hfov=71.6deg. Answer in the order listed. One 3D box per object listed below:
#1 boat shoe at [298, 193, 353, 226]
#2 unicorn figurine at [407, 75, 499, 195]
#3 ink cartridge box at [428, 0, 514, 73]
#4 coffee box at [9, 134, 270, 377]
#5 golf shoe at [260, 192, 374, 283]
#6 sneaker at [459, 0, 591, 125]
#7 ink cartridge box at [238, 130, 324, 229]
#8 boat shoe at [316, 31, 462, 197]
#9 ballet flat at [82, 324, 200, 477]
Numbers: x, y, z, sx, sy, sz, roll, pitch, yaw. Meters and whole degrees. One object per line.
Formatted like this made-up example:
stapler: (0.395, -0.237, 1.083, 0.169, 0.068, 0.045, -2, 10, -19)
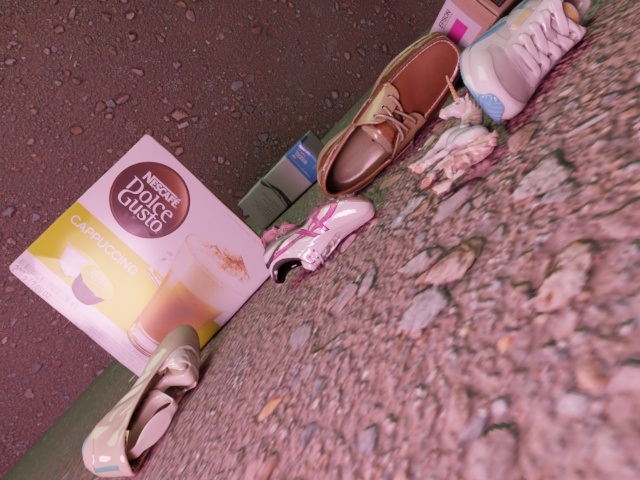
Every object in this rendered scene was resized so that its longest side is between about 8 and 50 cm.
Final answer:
boat shoe: (0.005, -0.022, 0.693, 0.137, 0.049, 0.043, -37, 16, 14)
unicorn figurine: (0.148, -0.108, 0.489, 0.111, 0.060, 0.162, -43, 28, 10)
ink cartridge box: (0.275, -0.392, 0.776, 0.193, 0.088, 0.235, -47, -3, -14)
coffee box: (-0.330, 0.031, 0.940, 0.334, 0.337, 0.338, -47, 12, -7)
golf shoe: (0.000, 0.000, 0.628, 0.186, 0.067, 0.086, -26, 62, 26)
sneaker: (0.227, -0.216, 0.487, 0.092, 0.087, 0.229, -25, 25, 54)
ink cartridge box: (-0.115, -0.210, 1.517, 0.307, 0.129, 0.223, -41, 13, 20)
boat shoe: (0.112, -0.189, 0.749, 0.324, 0.122, 0.120, -49, 15, 26)
ballet flat: (-0.221, 0.215, 0.628, 0.086, 0.086, 0.248, -36, 16, 37)
